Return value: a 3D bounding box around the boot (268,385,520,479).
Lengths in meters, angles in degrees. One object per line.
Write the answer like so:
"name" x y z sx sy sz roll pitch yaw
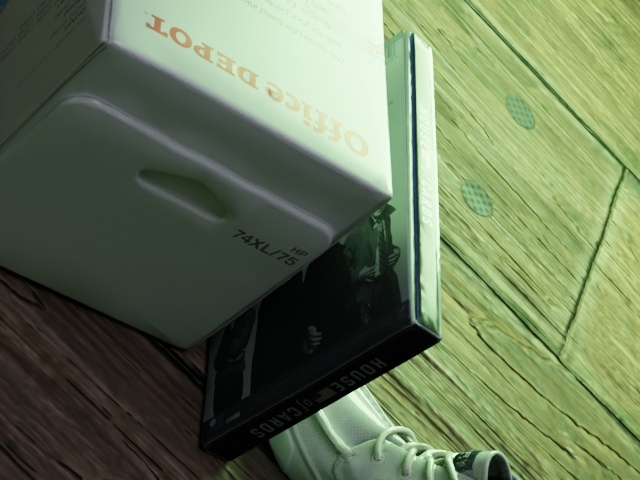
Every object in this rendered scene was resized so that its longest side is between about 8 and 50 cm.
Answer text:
"boot" 0.065 0.148 1.007 0.095 0.123 0.258 -21 77 -53

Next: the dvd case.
"dvd case" 0.000 0.000 1.014 0.029 0.179 0.238 33 41 -31

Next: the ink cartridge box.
"ink cartridge box" -0.094 -0.116 0.992 0.198 0.197 0.270 28 43 -30
